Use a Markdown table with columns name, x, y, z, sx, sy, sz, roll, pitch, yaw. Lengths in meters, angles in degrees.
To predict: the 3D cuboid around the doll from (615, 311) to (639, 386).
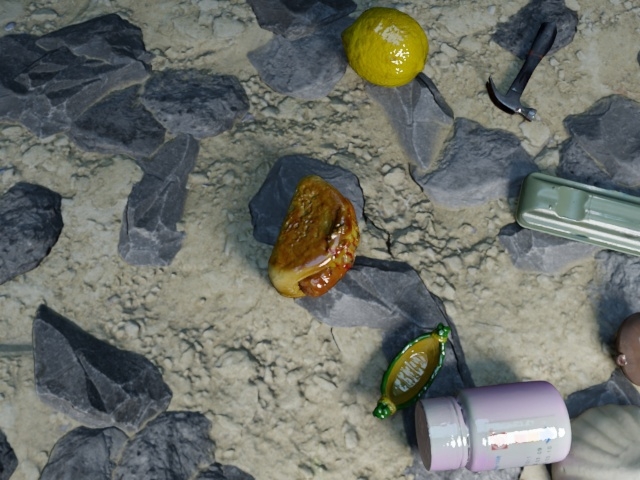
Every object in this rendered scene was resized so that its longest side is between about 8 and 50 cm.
| name | x | y | z | sx | sy | sz | roll | pitch | yaw |
| --- | --- | --- | --- | --- | --- | --- | --- | --- | --- |
| doll | 0.661 | 0.221 | 1.292 | 0.188 | 0.096 | 0.145 | 13 | 81 | -24 |

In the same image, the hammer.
| name | x | y | z | sx | sy | sz | roll | pitch | yaw |
| --- | --- | --- | --- | --- | --- | --- | --- | --- | --- |
| hammer | 0.502 | -0.426 | 1.578 | 0.137 | 0.037 | 0.290 | 27 | 70 | 8 |

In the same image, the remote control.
| name | x | y | z | sx | sy | sz | roll | pitch | yaw |
| --- | --- | --- | --- | --- | --- | --- | --- | --- | --- |
| remote control | 0.600 | -0.056 | 1.407 | 0.335 | 0.065 | 0.128 | 14 | 77 | 4 |

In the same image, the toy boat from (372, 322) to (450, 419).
| name | x | y | z | sx | sy | sz | roll | pitch | yaw |
| --- | --- | --- | --- | --- | --- | --- | --- | --- | --- |
| toy boat | 0.175 | 0.256 | 1.255 | 0.089 | 0.088 | 0.229 | 37 | 70 | 12 |

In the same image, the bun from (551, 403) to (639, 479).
| name | x | y | z | sx | sy | sz | roll | pitch | yaw |
| --- | --- | --- | --- | --- | --- | --- | --- | --- | --- |
| bun | 0.562 | 0.415 | 1.158 | 0.263 | 0.175 | 0.263 | 0 | 68 | 0 |

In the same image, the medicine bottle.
| name | x | y | z | sx | sy | sz | roll | pitch | yaw |
| --- | --- | --- | --- | --- | --- | --- | --- | --- | --- |
| medicine bottle | 0.310 | 0.342 | 1.191 | 0.254 | 0.152 | 0.152 | -6 | 68 | -3 |

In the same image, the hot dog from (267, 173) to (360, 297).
| name | x | y | z | sx | sy | sz | roll | pitch | yaw |
| --- | --- | --- | --- | --- | --- | --- | --- | --- | --- |
| hot dog | 0.000 | 0.000 | 1.329 | 0.153 | 0.150 | 0.257 | 13 | 67 | 13 |

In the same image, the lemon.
| name | x | y | z | sx | sy | sz | roll | pitch | yaw |
| --- | --- | --- | --- | --- | --- | --- | --- | --- | --- |
| lemon | 0.152 | -0.446 | 1.500 | 0.193 | 0.180 | 0.181 | 18 | 65 | 37 |
